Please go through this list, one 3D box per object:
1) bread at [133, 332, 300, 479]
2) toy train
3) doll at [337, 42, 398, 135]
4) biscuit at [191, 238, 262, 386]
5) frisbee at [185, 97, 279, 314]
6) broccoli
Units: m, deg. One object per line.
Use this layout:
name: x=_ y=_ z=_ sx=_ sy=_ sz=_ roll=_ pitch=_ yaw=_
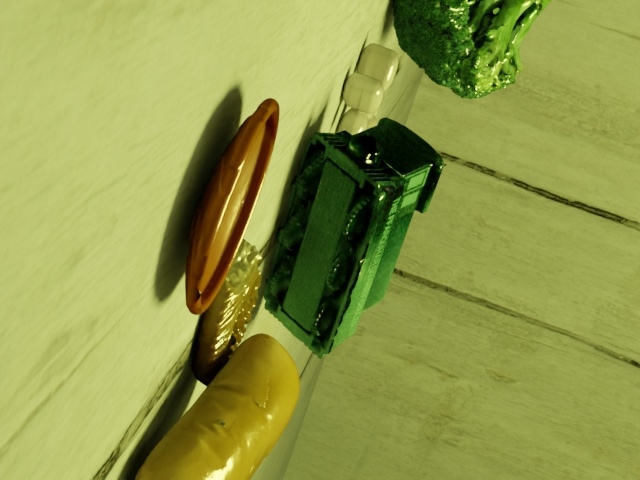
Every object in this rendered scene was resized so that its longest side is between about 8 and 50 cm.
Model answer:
bread: x=-0.106 y=0.213 z=1.423 sx=0.142 sy=0.091 sz=0.305 roll=-60 pitch=174 yaw=36
toy train: x=0.043 y=-0.008 z=1.817 sx=0.178 sy=0.138 sz=0.330 roll=-26 pitch=145 yaw=-40
doll: x=0.063 y=-0.194 z=2.014 sx=0.161 sy=0.059 sz=0.160 roll=-64 pitch=173 yaw=-54
biscuit: x=-0.093 y=0.074 z=1.519 sx=0.228 sy=0.031 sz=0.176 roll=-54 pitch=165 yaw=-71
frisbee: x=-0.081 y=-0.031 z=1.176 sx=0.192 sy=0.035 sz=0.192 roll=21 pitch=90 yaw=-86
broccoli: x=0.234 y=-0.355 z=2.181 sx=0.245 sy=0.294 sz=0.265 roll=-35 pitch=-141 yaw=13
